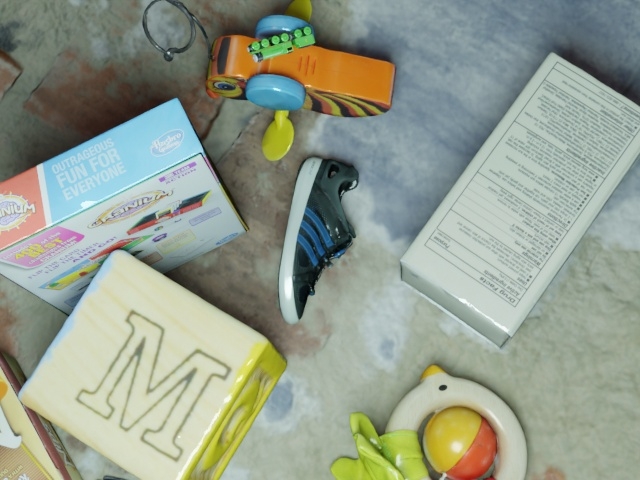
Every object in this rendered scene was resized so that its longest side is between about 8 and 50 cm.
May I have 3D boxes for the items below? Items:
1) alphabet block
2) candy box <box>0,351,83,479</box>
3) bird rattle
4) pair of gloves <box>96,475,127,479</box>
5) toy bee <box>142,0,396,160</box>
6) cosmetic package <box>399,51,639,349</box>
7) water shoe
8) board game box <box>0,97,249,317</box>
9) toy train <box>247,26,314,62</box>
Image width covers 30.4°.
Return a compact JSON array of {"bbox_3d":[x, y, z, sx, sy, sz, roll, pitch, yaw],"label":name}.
[{"bbox_3d":[-0.174,0.152,1.289,0.197,0.192,0.193,30,82,12],"label":"alphabet block"},{"bbox_3d":[-0.450,0.285,1.329,0.316,0.087,0.183,-32,76,-4],"label":"candy box"},{"bbox_3d":[0.146,0.248,1.275,0.253,0.143,0.207,29,64,8],"label":"bird rattle"},{"bbox_3d":[-0.235,0.314,1.344,0.074,0.010,0.083,13,77,8],"label":"pair of gloves"},{"bbox_3d":[-0.068,-0.212,1.406,0.298,0.162,0.195,34,71,-13],"label":"toy bee"},{"bbox_3d":[0.232,-0.041,1.333,0.153,0.129,0.296,36,81,11],"label":"cosmetic package"},{"bbox_3d":[0.000,0.000,1.371,0.080,0.073,0.203,8,77,4],"label":"water shoe"},{"bbox_3d":[-0.217,-0.022,1.268,0.242,0.316,0.064,-26,76,-3],"label":"board game box"},{"bbox_3d":[-0.044,-0.219,1.321,0.083,0.017,0.024,-21,99,-24],"label":"toy train"}]
